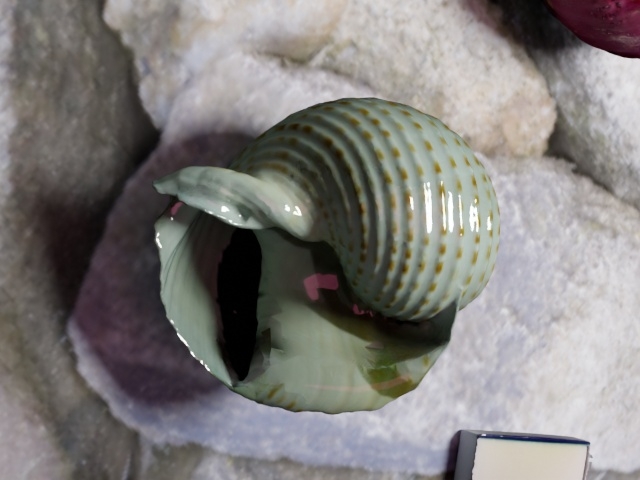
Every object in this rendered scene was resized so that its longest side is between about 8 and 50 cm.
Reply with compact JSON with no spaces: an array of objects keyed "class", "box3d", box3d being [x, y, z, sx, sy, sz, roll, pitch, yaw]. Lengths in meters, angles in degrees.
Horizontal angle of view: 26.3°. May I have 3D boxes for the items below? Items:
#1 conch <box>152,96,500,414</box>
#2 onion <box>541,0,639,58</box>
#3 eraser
[{"class":"conch","box3d":[0.003,-0.003,0.787,0.200,0.131,0.172,16,112,-4]},{"class":"onion","box3d":[0.214,-0.205,0.886,0.177,0.153,0.177,1,86,-20]},{"class":"eraser","box3d":[0.133,0.207,0.943,0.103,0.023,0.150,8,90,-31]}]
